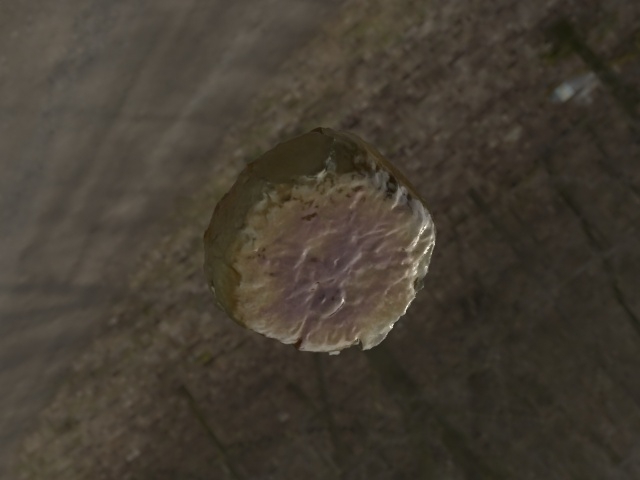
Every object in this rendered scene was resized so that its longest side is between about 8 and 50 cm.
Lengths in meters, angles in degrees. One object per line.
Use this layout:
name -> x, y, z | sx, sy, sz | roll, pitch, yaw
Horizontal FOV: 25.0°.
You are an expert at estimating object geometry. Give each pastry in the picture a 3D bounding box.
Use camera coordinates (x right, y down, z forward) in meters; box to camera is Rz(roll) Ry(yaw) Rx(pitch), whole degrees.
pastry -> 0.000, 0.000, 1.184 | 0.192, 0.093, 0.182 | 25, 108, -36
